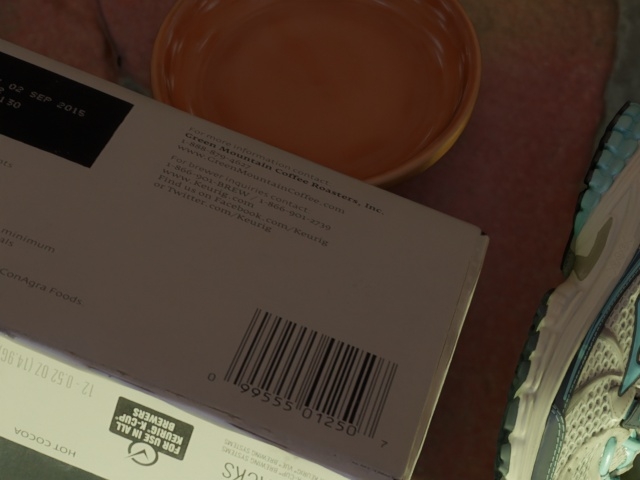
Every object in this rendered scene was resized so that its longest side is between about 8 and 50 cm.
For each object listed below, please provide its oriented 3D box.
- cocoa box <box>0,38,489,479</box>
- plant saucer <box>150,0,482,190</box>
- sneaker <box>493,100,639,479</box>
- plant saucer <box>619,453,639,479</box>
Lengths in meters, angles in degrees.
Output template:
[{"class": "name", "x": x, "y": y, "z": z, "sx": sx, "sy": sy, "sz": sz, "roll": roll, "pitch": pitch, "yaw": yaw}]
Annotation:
[{"class": "cocoa box", "x": -0.123, "y": 0.074, "z": 0.922, "sx": 0.347, "sy": 0.231, "sz": 0.228, "roll": 22, "pitch": 126, "yaw": 2}, {"class": "plant saucer", "x": -0.003, "y": -0.099, "z": 1.051, "sx": 0.200, "sy": 0.037, "sz": 0.200, "roll": -1, "pitch": 55, "yaw": 1}, {"class": "sneaker", "x": 0.176, "y": 0.059, "z": 0.942, "sx": 0.122, "sy": 0.110, "sz": 0.283, "roll": 18, "pitch": 72, "yaw": 11}, {"class": "plant saucer", "x": 0.349, "y": 0.107, "z": 1.004, "sx": 0.400, "sy": 0.100, "sz": 0.400, "roll": -4, "pitch": 70, "yaw": 11}]
